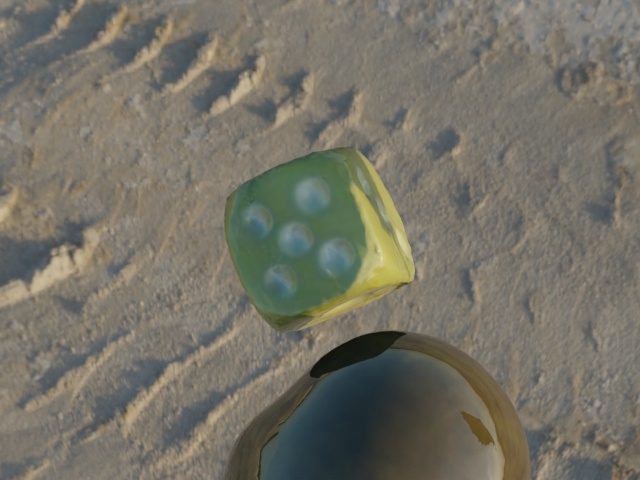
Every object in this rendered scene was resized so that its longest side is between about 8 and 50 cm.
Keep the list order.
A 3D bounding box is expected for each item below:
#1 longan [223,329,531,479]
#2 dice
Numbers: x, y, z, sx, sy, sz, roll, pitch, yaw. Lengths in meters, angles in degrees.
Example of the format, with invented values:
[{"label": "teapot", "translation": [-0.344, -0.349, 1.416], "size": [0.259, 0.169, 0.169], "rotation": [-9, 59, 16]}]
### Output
[{"label": "longan", "translation": [0.060, 0.250, 0.927], "size": [0.319, 0.319, 0.319], "rotation": [1, 54, -1]}, {"label": "dice", "translation": [0.000, 0.000, 1.031], "size": [0.169, 0.166, 0.169], "rotation": [-24, 81, 16]}]
